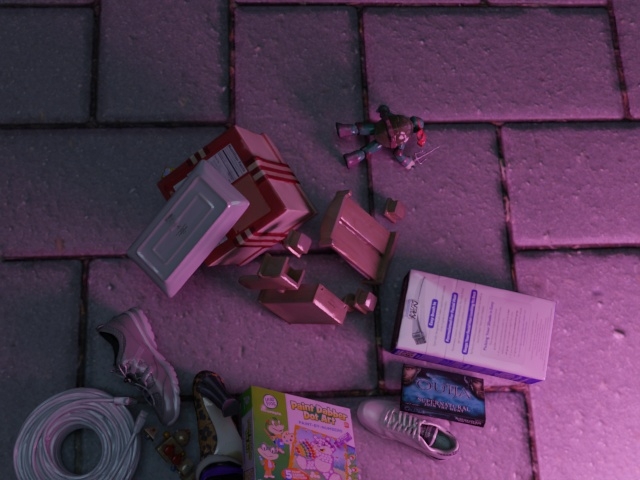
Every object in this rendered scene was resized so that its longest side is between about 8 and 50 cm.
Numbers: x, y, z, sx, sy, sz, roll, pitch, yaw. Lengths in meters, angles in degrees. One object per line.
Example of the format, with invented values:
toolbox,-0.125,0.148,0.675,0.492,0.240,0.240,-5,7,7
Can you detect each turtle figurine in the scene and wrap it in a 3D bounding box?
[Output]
turtle figurine,0.163,-0.257,1.949,0.234,0.118,0.175,-14,75,-1

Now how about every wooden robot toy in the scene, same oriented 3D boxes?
wooden robot toy,-0.297,0.437,1.709,0.079,0.076,0.173,-43,107,-27

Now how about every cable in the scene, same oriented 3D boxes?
cable,-0.510,0.442,1.712,0.257,0.089,0.257,13,74,1

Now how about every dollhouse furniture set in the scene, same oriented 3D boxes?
dollhouse furniture set,0.000,0.000,1.820,0.303,0.174,0.355,40,59,-37

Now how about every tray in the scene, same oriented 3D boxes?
tray,-0.282,-0.024,1.673,0.145,0.030,0.270,44,102,12

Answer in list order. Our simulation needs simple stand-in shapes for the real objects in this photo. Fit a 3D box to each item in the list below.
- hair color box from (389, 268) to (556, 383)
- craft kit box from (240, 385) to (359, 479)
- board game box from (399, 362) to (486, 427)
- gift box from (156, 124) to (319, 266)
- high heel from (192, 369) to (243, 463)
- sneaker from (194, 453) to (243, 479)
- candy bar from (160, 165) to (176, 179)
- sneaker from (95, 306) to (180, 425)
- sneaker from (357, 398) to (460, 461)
hair color box,0.341,0.196,1.825,0.339,0.110,0.185,13,74,-1
craft kit box,-0.040,0.437,1.655,0.250,0.061,0.246,18,39,-26
board game box,0.270,0.339,1.785,0.186,0.026,0.126,11,38,-1
gift box,-0.193,-0.090,1.797,0.276,0.258,0.255,-30,82,15
high heel,-0.236,0.420,1.758,0.093,0.186,0.261,-1,106,-29
sneaker,-0.106,0.527,1.644,0.293,0.146,0.102,14,99,-19
candy bar,-0.301,-0.147,1.934,0.161,0.018,0.040,10,76,0
sneaker,-0.394,0.284,1.746,0.115,0.105,0.281,-17,62,-34
sneaker,0.193,0.404,1.761,0.235,0.095,0.090,21,75,5
